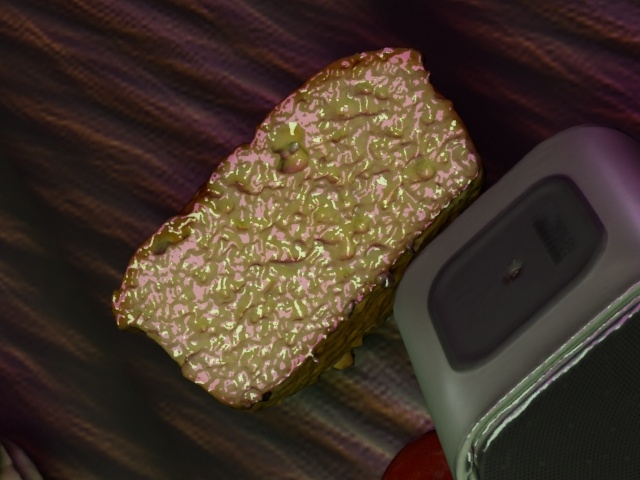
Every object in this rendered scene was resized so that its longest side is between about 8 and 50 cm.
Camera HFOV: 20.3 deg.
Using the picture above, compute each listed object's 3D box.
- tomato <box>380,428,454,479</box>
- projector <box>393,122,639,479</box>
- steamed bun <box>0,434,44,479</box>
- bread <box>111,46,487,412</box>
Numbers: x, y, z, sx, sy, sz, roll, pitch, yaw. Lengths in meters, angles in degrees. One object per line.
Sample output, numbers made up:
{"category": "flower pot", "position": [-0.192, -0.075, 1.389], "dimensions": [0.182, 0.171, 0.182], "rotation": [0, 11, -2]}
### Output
{"category": "tomato", "position": [0.112, 0.231, 1.481], "dimensions": [0.139, 0.091, 0.159], "rotation": [-34, 72, 7]}
{"category": "projector", "position": [0.221, 0.095, 1.340], "dimensions": [0.248, 0.248, 0.249], "rotation": [-43, 25, 12]}
{"category": "steamed bun", "position": [-0.345, 0.258, 1.529], "dimensions": [0.346, 0.237, 0.394], "rotation": [-11, 104, 35]}
{"category": "bread", "position": [0.000, 0.000, 1.525], "dimensions": [0.340, 0.179, 0.194], "rotation": [-46, 71, -1]}
